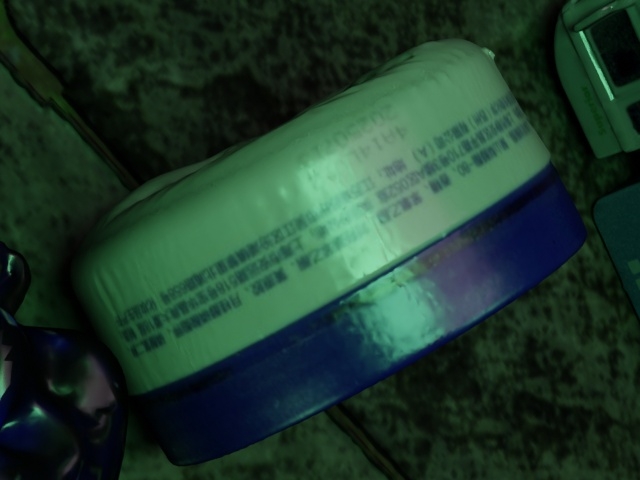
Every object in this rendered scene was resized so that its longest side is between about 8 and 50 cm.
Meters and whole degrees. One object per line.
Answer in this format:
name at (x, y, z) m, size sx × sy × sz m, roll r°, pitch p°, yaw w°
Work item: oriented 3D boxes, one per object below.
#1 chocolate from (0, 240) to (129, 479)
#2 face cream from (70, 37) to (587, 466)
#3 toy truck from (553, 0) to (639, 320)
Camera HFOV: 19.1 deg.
chocolate at (-0.123, 0.160, 0.711) m, size 0.148 × 0.126 × 0.343 m, roll 1°, pitch 61°, yaw -5°
face cream at (0.000, 0.000, 0.806) m, size 0.206 × 0.206 × 0.111 m, roll -31°, pitch 95°, yaw -45°
toy truck at (0.269, -0.010, 1.088) m, size 0.146 × 0.175 × 0.367 m, roll -27°, pitch 95°, yaw -47°
